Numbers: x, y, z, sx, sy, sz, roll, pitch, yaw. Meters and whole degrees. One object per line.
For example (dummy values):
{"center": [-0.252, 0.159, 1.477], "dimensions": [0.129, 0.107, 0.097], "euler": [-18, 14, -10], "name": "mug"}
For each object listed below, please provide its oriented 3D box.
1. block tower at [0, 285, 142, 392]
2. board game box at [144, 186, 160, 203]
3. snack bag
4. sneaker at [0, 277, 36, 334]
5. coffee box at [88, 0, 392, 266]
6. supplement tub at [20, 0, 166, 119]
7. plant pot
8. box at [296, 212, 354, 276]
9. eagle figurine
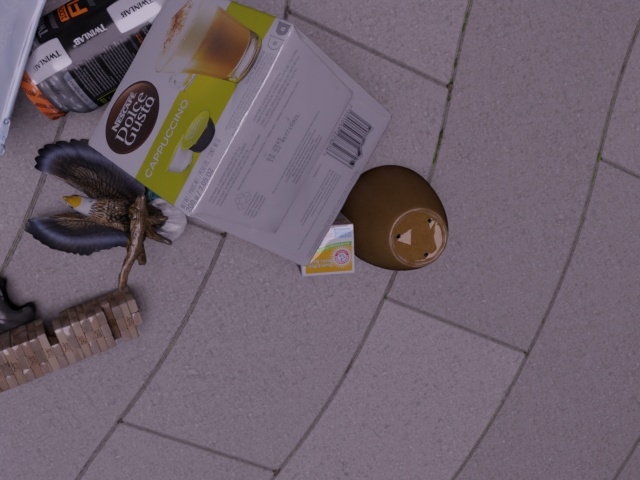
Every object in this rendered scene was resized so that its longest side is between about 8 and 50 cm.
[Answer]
{"center": [-0.546, 0.208, 1.403], "dimensions": [0.336, 0.097, 0.090], "euler": [-21, 114, -19], "name": "block tower"}
{"center": [-0.335, -0.141, 1.440], "dimensions": [0.126, 0.026, 0.186], "euler": [14, 99, -11], "name": "board game box"}
{"center": [-0.649, -0.358, 1.251], "dimensions": [0.343, 0.037, 0.322], "euler": [23, 98, 26], "name": "snack bag"}
{"center": [-0.737, 0.115, 1.410], "dimensions": [0.286, 0.109, 0.130], "euler": [36, 89, -23], "name": "sneaker"}
{"center": [-0.142, -0.205, 1.226], "dimensions": [0.338, 0.334, 0.337], "euler": [25, 96, -54], "name": "coffee box"}
{"center": [-0.423, -0.376, 1.293], "dimensions": [0.316, 0.193, 0.193], "euler": [-31, 104, -1], "name": "supplement tub"}
{"center": [0.172, -0.032, 1.418], "dimensions": [0.237, 0.254, 0.237], "euler": [-1, 101, -7], "name": "plant pot"}
{"center": [0.000, 0.000, 1.425], "dimensions": [0.114, 0.203, 0.103], "euler": [-4, 102, -7], "name": "box"}
{"center": [-0.450, -0.066, 1.368], "dimensions": [0.226, 0.298, 0.225], "euler": [-49, 139, -26], "name": "eagle figurine"}
